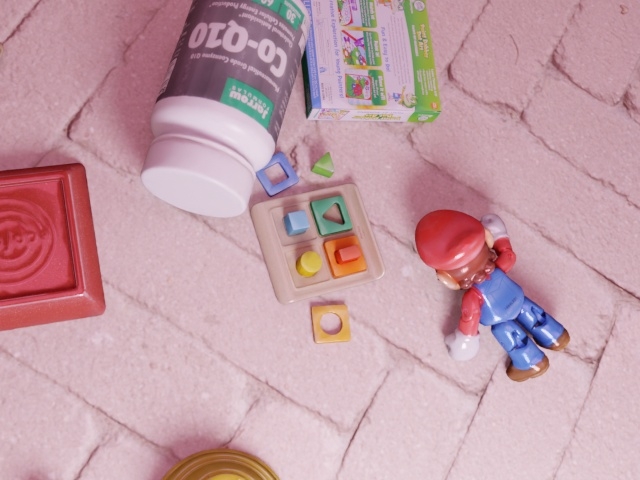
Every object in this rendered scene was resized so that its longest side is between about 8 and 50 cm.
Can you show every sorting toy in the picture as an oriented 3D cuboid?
[{"bbox_3d":[0.000,0.000,1.356,0.196,0.047,0.347,-14,78,-18],"label":"sorting toy"}]

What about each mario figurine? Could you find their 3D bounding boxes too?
[{"bbox_3d":[0.274,0.082,1.384,0.320,0.170,0.198,50,32,-7],"label":"mario figurine"}]

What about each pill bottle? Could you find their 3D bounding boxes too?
[{"bbox_3d":[-0.154,-0.233,1.305,0.204,0.204,0.361,17,70,-9],"label":"pill bottle"}]

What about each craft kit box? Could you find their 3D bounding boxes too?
[{"bbox_3d":[0.086,-0.341,1.480,0.246,0.061,0.250,-1,74,-12],"label":"craft kit box"}]

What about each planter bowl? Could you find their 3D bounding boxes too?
[{"bbox_3d":[-0.138,0.394,1.152,0.217,0.090,0.217,6,60,-10],"label":"planter bowl"}]

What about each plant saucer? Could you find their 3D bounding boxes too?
[{"bbox_3d":[-0.478,0.005,1.234,0.258,0.048,0.259,-8,76,-16],"label":"plant saucer"}]

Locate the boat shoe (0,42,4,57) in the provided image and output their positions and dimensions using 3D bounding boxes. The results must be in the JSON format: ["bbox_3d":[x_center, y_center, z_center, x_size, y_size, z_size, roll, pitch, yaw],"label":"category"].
[{"bbox_3d":[-0.623,-0.210,1.223,0.110,0.121,0.341,32,67,-2],"label":"boat shoe"}]
